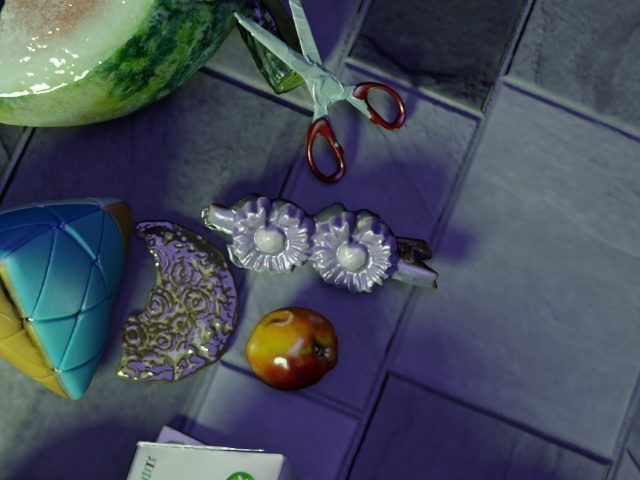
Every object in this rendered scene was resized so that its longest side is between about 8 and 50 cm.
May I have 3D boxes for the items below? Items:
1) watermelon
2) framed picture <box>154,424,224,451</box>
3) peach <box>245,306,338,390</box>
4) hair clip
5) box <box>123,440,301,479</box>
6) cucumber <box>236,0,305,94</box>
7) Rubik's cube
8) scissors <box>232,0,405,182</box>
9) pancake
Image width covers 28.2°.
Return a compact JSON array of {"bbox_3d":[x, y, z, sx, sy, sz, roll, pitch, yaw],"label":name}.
[{"bbox_3d":[-0.249,-0.257,1.453,0.310,0.193,0.231,-22,101,8],"label":"watermelon"},{"bbox_3d":[-0.141,0.401,1.437,0.241,0.020,0.324,27,78,0],"label":"framed picture"},{"bbox_3d":[-0.034,0.123,1.466,0.101,0.101,0.100,1,79,-5],"label":"peach"},{"bbox_3d":[0.000,0.000,1.502,0.292,0.084,0.106,11,121,0],"label":"hair clip"},{"bbox_3d":[-0.133,0.378,1.273,0.173,0.145,0.332,0,50,21],"label":"box"},{"bbox_3d":[-0.085,-0.280,1.555,0.062,0.078,0.211,-37,79,23],"label":"cucumber"},{"bbox_3d":[-0.285,0.054,1.435,0.255,0.254,0.254,1,79,-5],"label":"Rubik's cube"},{"bbox_3d":[-0.006,-0.196,1.504,0.144,0.017,0.247,-42,117,-11],"label":"scissors"},{"bbox_3d":[-0.186,0.077,1.497,0.184,0.020,0.190,43,77,3],"label":"pancake"}]
